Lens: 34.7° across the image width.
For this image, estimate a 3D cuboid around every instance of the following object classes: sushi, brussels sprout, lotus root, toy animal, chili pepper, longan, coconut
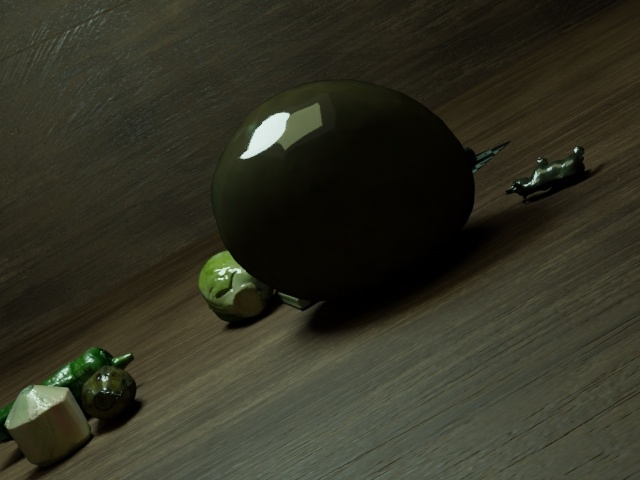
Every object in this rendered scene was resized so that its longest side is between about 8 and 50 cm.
[{"bbox_3d":[0.262,-0.156,2.182,0.219,0.047,0.231,-21,12,42],"label":"sushi"},{"bbox_3d":[-0.152,0.083,1.896,0.145,0.131,0.183,-3,16,14],"label":"brussels sprout"},{"bbox_3d":[-0.348,0.252,1.689,0.089,0.080,0.179,-44,7,-9],"label":"lotus root"},{"bbox_3d":[0.344,-0.097,1.572,0.135,0.047,0.065,-18,21,28],"label":"toy animal"},{"bbox_3d":[-0.452,0.274,1.825,0.270,0.099,0.136,-28,-26,2],"label":"chili pepper"},{"bbox_3d":[0.027,-0.076,1.566,0.404,0.336,0.404,-1,-17,0],"label":"longan"},{"bbox_3d":[-0.439,0.287,1.632,0.116,0.122,0.116,-28,9,5],"label":"coconut"}]

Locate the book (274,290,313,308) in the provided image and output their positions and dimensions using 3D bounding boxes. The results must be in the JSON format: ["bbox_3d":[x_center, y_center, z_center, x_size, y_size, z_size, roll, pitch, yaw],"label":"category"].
[{"bbox_3d":[0.054,0.038,1.815,0.269,0.025,0.191,-31,8,-12],"label":"book"}]
